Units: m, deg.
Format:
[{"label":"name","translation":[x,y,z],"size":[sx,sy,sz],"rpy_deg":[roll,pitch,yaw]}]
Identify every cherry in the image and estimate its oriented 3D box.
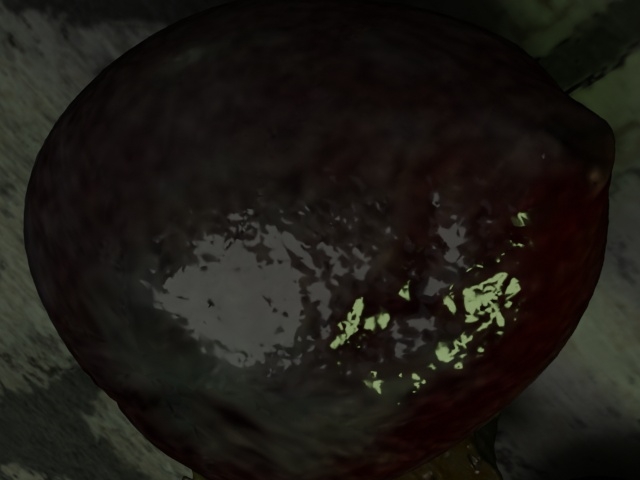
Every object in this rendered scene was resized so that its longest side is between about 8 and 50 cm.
[{"label":"cherry","translation":[0.000,0.000,0.566],"size":[0.300,0.203,0.230],"rpy_deg":[-19,107,35]}]

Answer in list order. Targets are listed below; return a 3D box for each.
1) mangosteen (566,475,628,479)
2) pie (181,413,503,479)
[{"label":"mangosteen","translation":[0.153,0.216,0.677],"size":[0.184,0.172,0.172],"rpy_deg":[37,139,-12]},{"label":"pie","translation":[-0.009,0.113,0.769],"size":[0.282,0.068,0.128],"rpy_deg":[-17,114,43]}]
